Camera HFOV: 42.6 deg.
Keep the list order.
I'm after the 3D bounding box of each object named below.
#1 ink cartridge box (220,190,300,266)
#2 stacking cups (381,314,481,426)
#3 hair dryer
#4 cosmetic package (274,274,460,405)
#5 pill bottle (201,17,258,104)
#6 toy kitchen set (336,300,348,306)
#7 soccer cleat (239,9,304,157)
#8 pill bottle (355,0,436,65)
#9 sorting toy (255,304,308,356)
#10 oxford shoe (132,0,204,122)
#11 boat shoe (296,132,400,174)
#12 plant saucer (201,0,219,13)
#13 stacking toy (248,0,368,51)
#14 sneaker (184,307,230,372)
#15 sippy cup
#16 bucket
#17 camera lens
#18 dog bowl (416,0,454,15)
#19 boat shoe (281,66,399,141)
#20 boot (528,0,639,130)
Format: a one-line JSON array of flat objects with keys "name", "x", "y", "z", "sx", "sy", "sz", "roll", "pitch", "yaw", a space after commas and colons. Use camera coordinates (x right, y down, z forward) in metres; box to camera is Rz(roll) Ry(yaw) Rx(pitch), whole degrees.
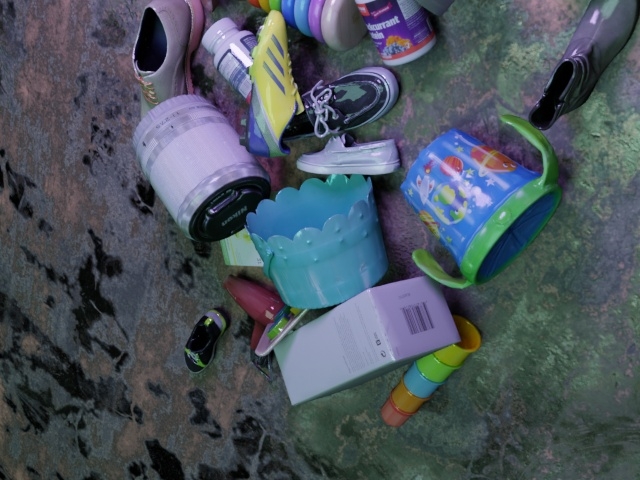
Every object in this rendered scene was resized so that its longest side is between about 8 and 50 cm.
[{"name": "ink cartridge box", "x": -0.131, "y": -0.027, "z": 1.879, "sx": 0.235, "sy": 0.056, "sz": 0.171, "roll": 1, "pitch": 111, "yaw": 35}, {"name": "stacking cups", "x": 0.227, "y": 0.288, "z": 1.772, "sx": 0.096, "sy": 0.096, "sz": 0.316, "roll": 41, "pitch": 132, "yaw": 11}, {"name": "hair dryer", "x": -0.148, "y": 0.211, "z": 1.978, "sx": 0.223, "sy": 0.080, "sz": 0.294, "roll": -23, "pitch": 97, "yaw": 39}, {"name": "cosmetic package", "x": 0.085, "y": 0.212, "z": 1.698, "sx": 0.365, "sy": 0.197, "sz": 0.155, "roll": -33, "pitch": 73, "yaw": 48}, {"name": "pill bottle", "x": -0.158, "y": -0.371, "z": 1.708, "sx": 0.180, "sy": 0.108, "sz": 0.108, "roll": 49, "pitch": 128, "yaw": 6}, {"name": "toy kitchen set", "x": 0.078, "y": 0.120, "z": 1.821, "sx": 0.083, "sy": 0.075, "sz": 0.068, "roll": -119, "pitch": 40, "yaw": -50}, {"name": "soccer cleat", "x": -0.085, "y": -0.300, "z": 1.598, "sx": 0.121, "sy": 0.093, "sz": 0.289, "roll": 10, "pitch": 115, "yaw": 0}, {"name": "pill bottle", "x": 0.124, "y": -0.421, "z": 1.468, "sx": 0.108, "sy": 0.108, "sz": 0.193, "roll": -8, "pitch": 124, "yaw": 36}, {"name": "sorting toy", "x": -0.055, "y": 0.148, "z": 1.779, "sx": 0.208, "sy": 0.193, "sz": 0.038, "roll": -43, "pitch": 96, "yaw": 14}, {"name": "oxford shoe", "x": -0.367, "y": -0.361, "z": 1.822, "sx": 0.140, "sy": 0.146, "sz": 0.397, "roll": 24, "pitch": 124, "yaw": 20}, {"name": "boat shoe", "x": 0.055, "y": -0.180, "z": 1.680, "sx": 0.227, "sy": 0.079, "sz": 0.081, "roll": 3, "pitch": 105, "yaw": 26}, {"name": "plant saucer", "x": -0.241, "y": -0.552, "z": 1.682, "sx": 0.168, "sy": 0.029, "sz": 0.169, "roll": 157, "pitch": 90, "yaw": -79}, {"name": "stacking toy", "x": -0.064, "y": -0.477, "z": 1.597, "sx": 0.330, "sy": 0.141, "sz": 0.141, "roll": 26, "pitch": 123, "yaw": 29}, {"name": "sneaker", "x": -0.314, "y": 0.262, "z": 2.098, "sx": 0.084, "sy": 0.097, "sz": 0.235, "roll": 38, "pitch": 126, "yaw": 14}, {"name": "sippy cup", "x": 0.277, "y": -0.075, "z": 1.495, "sx": 0.305, "sy": 0.240, "sz": 0.224, "roll": -46, "pitch": 67, "yaw": -1}, {"name": "bucket", "x": 0.000, "y": 0.000, "z": 1.670, "sx": 0.281, "sy": 0.281, "sz": 0.183, "roll": -3, "pitch": 118, "yaw": 34}, {"name": "camera lens", "x": -0.253, "y": -0.150, "z": 1.768, "sx": 0.274, "sy": 0.219, "sz": 0.219, "roll": 53, "pitch": 130, "yaw": 24}, {"name": "dog bowl", "x": 0.121, "y": -0.524, "z": 1.322, "sx": 0.102, "sy": 0.349, "sz": 0.349, "roll": -41, "pitch": 86, "yaw": 25}, {"name": "boat shoe", "x": 0.010, "y": -0.264, "z": 1.646, "sx": 0.306, "sy": 0.105, "sz": 0.113, "roll": -7, "pitch": 106, "yaw": 35}, {"name": "boot", "x": 0.426, "y": -0.296, "z": 1.322, "sx": 0.083, "sy": 0.161, "sz": 0.247, "roll": 31, "pitch": 124, "yaw": 18}]
